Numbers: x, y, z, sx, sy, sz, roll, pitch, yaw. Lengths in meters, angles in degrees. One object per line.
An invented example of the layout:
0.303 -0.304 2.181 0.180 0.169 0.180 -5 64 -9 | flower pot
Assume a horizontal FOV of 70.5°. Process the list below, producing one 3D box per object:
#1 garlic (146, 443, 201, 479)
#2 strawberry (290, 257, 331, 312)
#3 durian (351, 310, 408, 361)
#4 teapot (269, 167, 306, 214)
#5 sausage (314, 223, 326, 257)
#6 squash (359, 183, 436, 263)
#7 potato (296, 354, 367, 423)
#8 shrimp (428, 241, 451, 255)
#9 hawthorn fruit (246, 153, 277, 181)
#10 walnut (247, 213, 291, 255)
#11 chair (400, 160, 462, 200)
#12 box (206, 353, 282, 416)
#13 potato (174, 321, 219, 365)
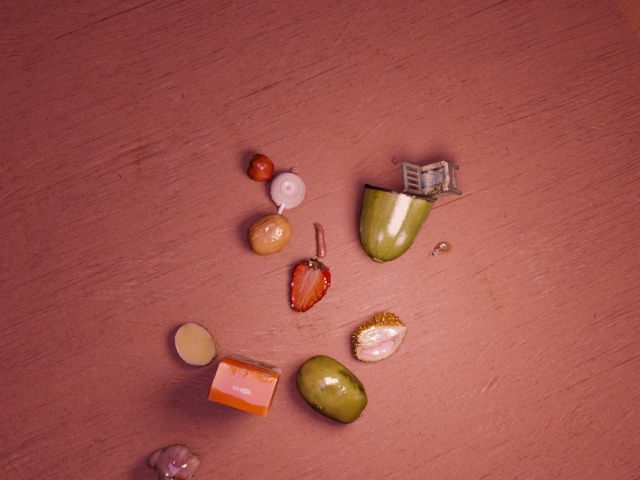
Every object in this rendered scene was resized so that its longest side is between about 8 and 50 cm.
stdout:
-0.593 0.933 1.758 0.207 0.207 0.256 31 44 4 | garlic
-0.035 0.195 1.932 0.190 0.111 0.236 31 105 31 | strawberry
0.234 0.399 1.892 0.250 0.183 0.138 -29 46 -3 | durian
-0.148 -0.208 1.998 0.159 0.116 0.245 28 86 -20 | teapot
0.000 0.000 1.995 0.042 0.036 0.158 -5 80 -14 | sausage
0.301 -0.057 1.917 0.310 0.310 0.309 13 99 1 | squash
0.044 0.594 1.816 0.304 0.216 0.216 32 81 -6 | potato
0.528 0.037 2.009 0.108 0.023 0.059 -12 72 -3 | shrimp
-0.257 -0.320 1.998 0.140 0.125 0.125 -3 81 3 | hawthorn fruit
-0.216 -0.027 1.933 0.197 0.165 0.165 -32 83 -6 | walnut
0.478 -0.262 1.924 0.147 0.270 0.136 -11 77 41 | chair
-0.278 0.548 1.744 0.225 0.341 0.143 17 82 1 | box
-0.507 0.429 1.893 0.200 0.081 0.164 41 90 8 | potato
